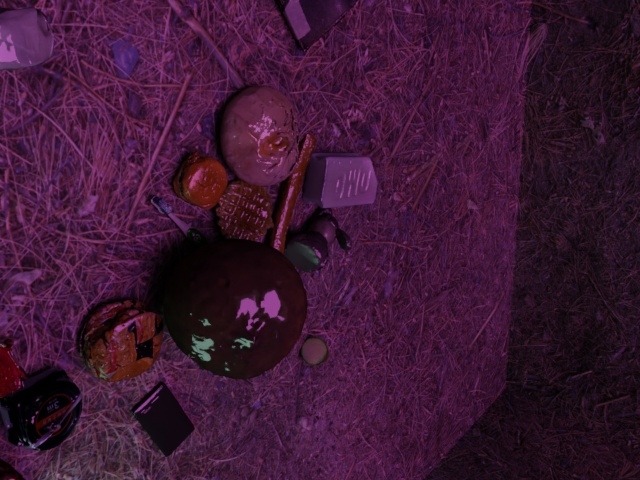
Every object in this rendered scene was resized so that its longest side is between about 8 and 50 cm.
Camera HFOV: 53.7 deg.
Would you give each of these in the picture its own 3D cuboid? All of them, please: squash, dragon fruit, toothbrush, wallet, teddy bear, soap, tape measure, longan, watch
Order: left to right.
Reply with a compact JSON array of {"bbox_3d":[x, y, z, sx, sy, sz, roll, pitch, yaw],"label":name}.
[{"bbox_3d":[-0.773,0.272,1.345,0.274,0.126,0.161,-14,108,-61],"label":"dragon fruit"},{"bbox_3d":[-0.620,-0.355,1.138,0.253,0.241,0.162,-30,129,-38],"label":"watch"},{"bbox_3d":[-0.669,0.410,1.520,0.182,0.107,0.181,-27,123,-59],"label":"tape measure"},{"bbox_3d":[-0.463,0.537,1.886,0.124,0.025,0.244,-44,134,-28],"label":"wallet"},{"bbox_3d":[-0.346,-0.003,1.780,0.042,0.040,0.418,-57,144,-16],"label":"toothbrush"},{"bbox_3d":[-0.230,0.183,1.708,0.391,0.391,0.392,-23,123,-41],"label":"longan"},{"bbox_3d":[-0.013,-0.713,1.829,0.262,0.071,0.221,-51,143,-16],"label":"wallet"},{"bbox_3d":[-0.003,0.421,2.326,0.105,0.105,0.132,-60,153,-11],"label":"squash"},{"bbox_3d":[0.002,0.013,2.089,0.251,0.171,0.144,-37,151,-41],"label":"teddy bear"},{"bbox_3d":[0.074,-0.203,2.122,0.289,0.095,0.173,-8,113,-47],"label":"soap"}]

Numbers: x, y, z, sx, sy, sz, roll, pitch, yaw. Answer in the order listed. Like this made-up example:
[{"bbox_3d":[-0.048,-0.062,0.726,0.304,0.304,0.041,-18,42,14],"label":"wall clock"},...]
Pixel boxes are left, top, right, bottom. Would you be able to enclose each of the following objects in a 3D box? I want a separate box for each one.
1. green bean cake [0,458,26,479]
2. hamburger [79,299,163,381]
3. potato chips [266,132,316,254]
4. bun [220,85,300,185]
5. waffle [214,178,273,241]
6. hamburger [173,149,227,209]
[{"bbox_3d":[-0.718,0.628,1.500,0.097,0.198,0.233,-43,130,-30],"label":"green bean cake"},{"bbox_3d":[-0.514,0.265,1.649,0.231,0.106,0.231,-34,137,-39],"label":"hamburger"},{"bbox_3d":[-0.097,-0.137,1.972,0.057,0.080,0.408,12,99,-34],"label":"potato chips"},{"bbox_3d":[-0.149,-0.291,1.777,0.287,0.146,0.288,-12,107,-48],"label":"bun"},{"bbox_3d":[-0.222,-0.085,1.862,0.214,0.054,0.208,-35,130,-39],"label":"waffle"},{"bbox_3d":[-0.319,-0.161,1.699,0.147,0.083,0.138,41,71,-53],"label":"hamburger"}]
